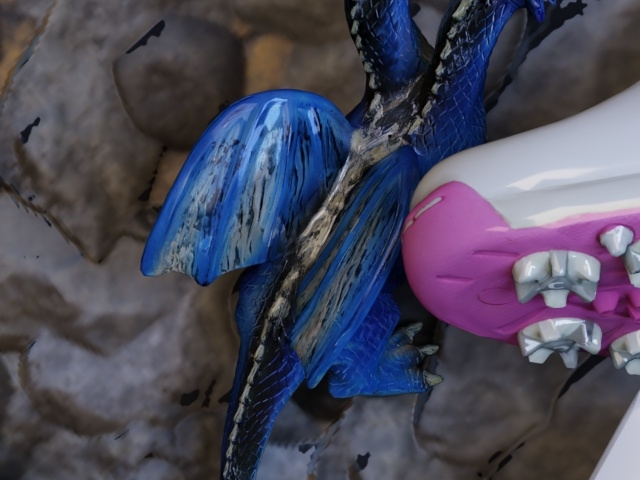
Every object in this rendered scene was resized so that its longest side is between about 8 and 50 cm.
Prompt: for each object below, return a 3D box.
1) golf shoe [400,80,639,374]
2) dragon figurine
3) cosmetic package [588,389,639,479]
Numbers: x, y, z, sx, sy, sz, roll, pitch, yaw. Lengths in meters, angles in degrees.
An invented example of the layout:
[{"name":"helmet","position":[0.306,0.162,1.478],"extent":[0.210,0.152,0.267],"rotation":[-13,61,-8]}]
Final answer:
[{"name":"golf shoe","position":[0.169,-0.044,0.560],"extent":[0.306,0.115,0.140],"rotation":[-9,64,-7]},{"name":"dragon figurine","position":[0.000,0.000,0.604],"extent":[0.085,0.144,0.289],"rotation":[32,90,22]},{"name":"cosmetic package","position":[0.195,0.257,0.512],"extent":[0.377,0.097,0.284],"rotation":[28,87,22]}]
